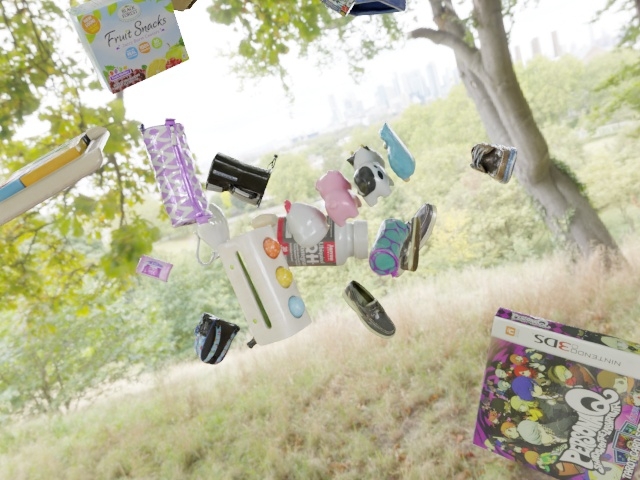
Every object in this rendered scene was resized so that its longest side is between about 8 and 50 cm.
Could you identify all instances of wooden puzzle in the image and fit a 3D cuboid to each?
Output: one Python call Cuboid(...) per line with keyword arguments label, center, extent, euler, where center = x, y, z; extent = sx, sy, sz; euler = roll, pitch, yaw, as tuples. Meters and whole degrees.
Cuboid(label="wooden puzzle", center=(-0.493, -0.131, 0.834), extent=(0.221, 0.044, 0.239), euler=(-32, 33, -6))

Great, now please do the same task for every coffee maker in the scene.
Cuboid(label="coffee maker", center=(-0.245, -0.206, 1.408), extent=(0.178, 0.171, 0.120), euler=(20, -7, -12))

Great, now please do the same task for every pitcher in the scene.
Cuboid(label="pitcher", center=(-0.423, -0.020, 1.750), extent=(0.177, 0.207, 0.125), euler=(-27, 2, 2))

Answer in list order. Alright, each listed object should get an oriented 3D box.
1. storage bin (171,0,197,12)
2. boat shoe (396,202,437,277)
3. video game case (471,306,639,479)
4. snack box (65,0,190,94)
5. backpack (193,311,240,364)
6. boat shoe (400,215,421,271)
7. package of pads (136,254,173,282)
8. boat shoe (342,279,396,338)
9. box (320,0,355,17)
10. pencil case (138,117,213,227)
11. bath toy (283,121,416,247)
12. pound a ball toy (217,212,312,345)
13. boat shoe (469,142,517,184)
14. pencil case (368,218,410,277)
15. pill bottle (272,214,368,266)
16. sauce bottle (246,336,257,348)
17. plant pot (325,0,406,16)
Cuboid(label="storage bin", center=(-0.463, -0.877, 1.460), extent=(0.262, 0.123, 0.260), euler=(-29, -1, 34))
Cuboid(label="boat shoe", center=(0.286, -0.005, 1.533), extent=(0.092, 0.285, 0.103), euler=(21, 27, -14))
Cuboid(label="video game case", center=(0.340, 0.231, 0.656), extent=(0.210, 0.232, 0.041), euler=(14, 22, 29))
Cuboid(label="snack box", center=(-0.418, -0.453, 1.024), extent=(0.207, 0.175, 0.070), euler=(-37, 52, -25))
Cuboid(label="backpack", center=(-0.415, 0.381, 1.768), extent=(0.116, 0.173, 0.158), euler=(14, -13, 34))
Cuboid(label="boat shoe", center=(0.242, 0.008, 1.249), extent=(0.049, 0.152, 0.056), euler=(3, -11, 29))
Cuboid(label="package of pads", center=(-0.430, 0.074, 1.197), extent=(0.083, 0.050, 0.032), euler=(19, -16, -12))
Cuboid(label="boat shoe", center=(0.158, 0.219, 1.484), extent=(0.080, 0.073, 0.223), euler=(-27, 60, -33))
Cuboid(label="box", center=(0.070, -0.759, 1.403), extent=(0.137, 0.094, 0.027), euler=(-61, 8, -15))
Cuboid(label="pencil case", center=(-0.268, -0.125, 0.874), extent=(0.088, 0.206, 0.086), euler=(-12, 8, 44))
Cuboid(label="bath toy", center=(0.050, -0.122, 1.089), extent=(0.348, 0.129, 0.151), euler=(-36, 17, 23))
Cuboid(label="pound a ball toy", center=(-0.118, 0.077, 1.192), extent=(0.135, 0.319, 0.208), euler=(-23, -1, 30))
Cuboid(label="boat shoe", center=(0.312, -0.146, 0.850), extent=(0.066, 0.066, 0.183), euler=(13, 16, 7))
Cuboid(label="pencil case", center=(0.145, 0.011, 0.960), extent=(0.064, 0.070, 0.152), euler=(-33, 13, 32))
Cuboid(label="pill bottle", center=(0.000, 0.000, 1.544), extent=(0.318, 0.177, 0.176), euler=(-2, 16, 5))
Cuboid(label="sauce bottle", center=(-0.198, 0.317, 1.567), extent=(0.128, 0.042, 0.042), euler=(-40, 14, 3))
Cuboid(label="plant pot", center=(0.169, -0.952, 1.671), extent=(0.235, 0.212, 0.236), euler=(11, 21, 32))
